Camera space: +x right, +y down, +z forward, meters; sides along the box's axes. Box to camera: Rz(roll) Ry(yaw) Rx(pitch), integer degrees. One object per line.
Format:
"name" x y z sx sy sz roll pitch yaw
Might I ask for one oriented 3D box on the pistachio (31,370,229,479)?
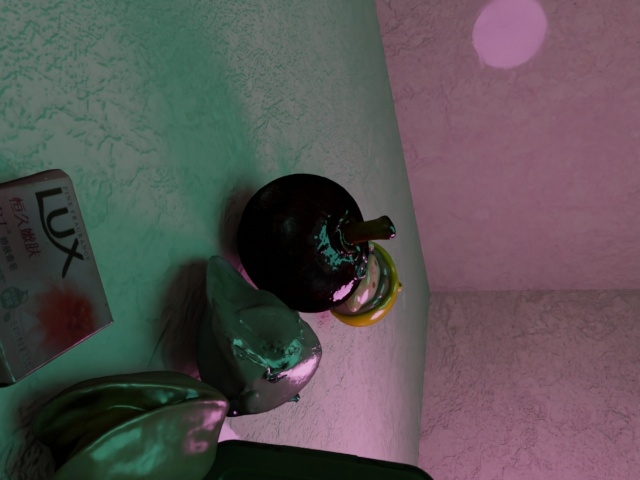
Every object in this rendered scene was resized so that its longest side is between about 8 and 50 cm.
"pistachio" -0.174 0.189 0.447 0.129 0.131 0.206 48 5 27

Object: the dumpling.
"dumpling" -0.105 0.146 0.642 0.163 0.204 0.293 -56 164 -6

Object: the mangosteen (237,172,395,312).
"mangosteen" 0.000 0.000 0.737 0.235 0.261 0.235 14 71 -46

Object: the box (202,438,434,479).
"box" -0.012 0.419 0.600 0.178 0.328 0.253 77 21 -58

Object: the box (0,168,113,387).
"box" -0.246 0.028 0.377 0.111 0.060 0.156 -46 131 -65

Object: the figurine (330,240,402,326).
"figurine" 0.063 0.059 1.044 0.344 0.187 0.215 53 48 -47
